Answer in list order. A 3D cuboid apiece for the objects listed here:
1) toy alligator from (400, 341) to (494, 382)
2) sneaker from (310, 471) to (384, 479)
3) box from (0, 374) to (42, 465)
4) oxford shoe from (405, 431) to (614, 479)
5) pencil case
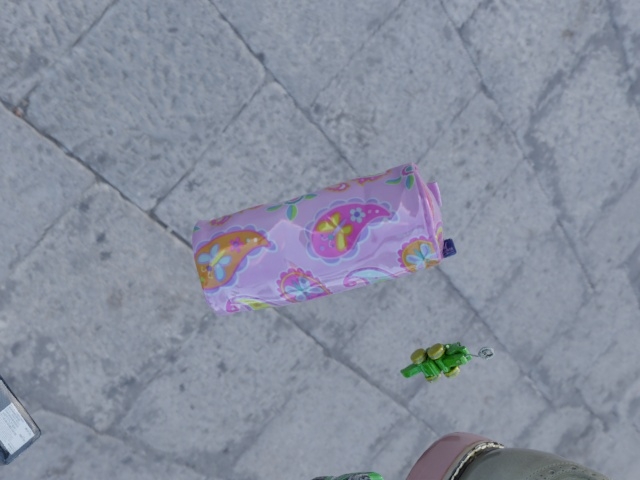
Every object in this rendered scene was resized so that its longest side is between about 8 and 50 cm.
[{"bbox_3d":[0.211,0.188,1.296,0.056,0.189,0.051,51,43,-16],"label":"toy alligator"},{"bbox_3d":[0.042,0.458,1.302,0.146,0.343,0.134,-21,93,11],"label":"sneaker"},{"bbox_3d":[-0.445,0.157,0.908,0.059,0.183,0.233,-43,108,-46],"label":"box"},{"bbox_3d":[0.079,0.305,0.483,0.140,0.146,0.397,39,62,-30],"label":"oxford shoe"},{"bbox_3d":[0.000,0.000,0.888,0.284,0.124,0.124,-16,136,11],"label":"pencil case"}]
